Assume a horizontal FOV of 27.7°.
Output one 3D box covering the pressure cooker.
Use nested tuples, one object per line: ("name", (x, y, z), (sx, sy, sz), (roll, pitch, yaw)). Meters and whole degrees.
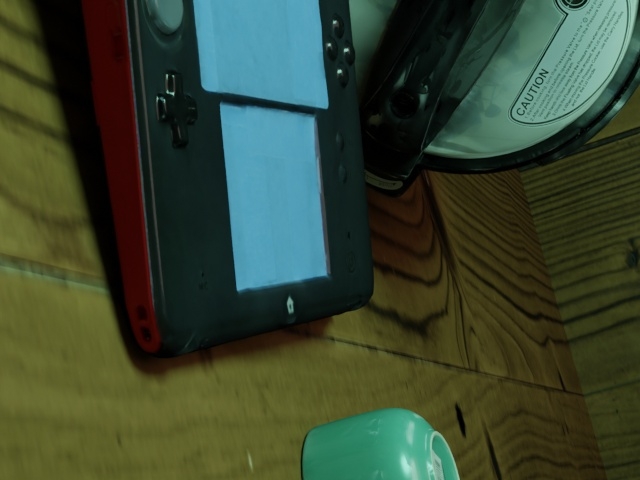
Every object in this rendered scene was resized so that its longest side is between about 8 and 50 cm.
("pressure cooker", (0.151, -0.252, 1.320), (0.420, 0.375, 0.370), (-52, 129, -75))

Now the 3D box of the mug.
("mug", (0.060, 0.211, 1.028), (0.129, 0.097, 0.158), (-54, 124, -70))

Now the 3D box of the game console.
("game console", (-0.050, -0.104, 0.952), (0.386, 0.060, 0.342), (-6, 86, -68))
